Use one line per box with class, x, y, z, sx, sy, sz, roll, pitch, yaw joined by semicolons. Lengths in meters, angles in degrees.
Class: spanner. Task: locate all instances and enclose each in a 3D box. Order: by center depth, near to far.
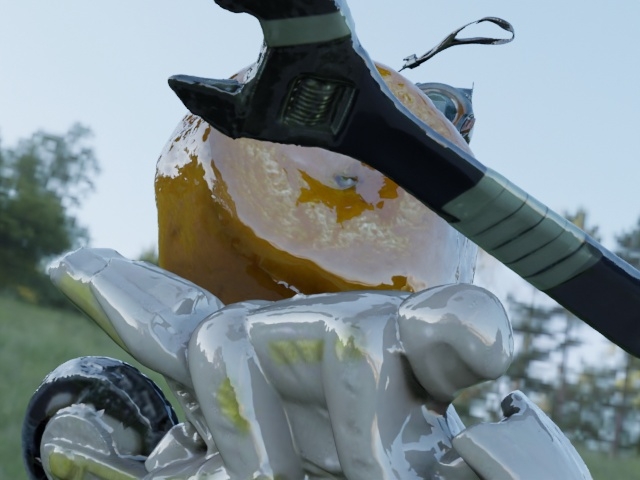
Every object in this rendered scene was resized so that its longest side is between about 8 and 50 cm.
spanner;0.067;-0.018;0.575;0.315;0.024;0.087;34;-60;-27

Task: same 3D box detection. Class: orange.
orange;0.000;0.000;0.854;0.248;0.249;0.183;17;-34;-14

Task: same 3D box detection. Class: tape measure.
tape measure;0.140;-0.170;1.374;0.104;0.107;0.180;13;-35;-8

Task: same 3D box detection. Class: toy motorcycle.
toy motorcycle;0.003;0.107;0.573;0.340;0.223;0.108;24;19;22
